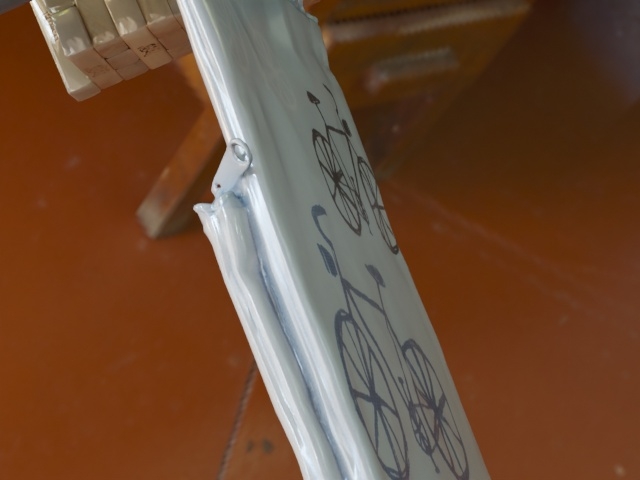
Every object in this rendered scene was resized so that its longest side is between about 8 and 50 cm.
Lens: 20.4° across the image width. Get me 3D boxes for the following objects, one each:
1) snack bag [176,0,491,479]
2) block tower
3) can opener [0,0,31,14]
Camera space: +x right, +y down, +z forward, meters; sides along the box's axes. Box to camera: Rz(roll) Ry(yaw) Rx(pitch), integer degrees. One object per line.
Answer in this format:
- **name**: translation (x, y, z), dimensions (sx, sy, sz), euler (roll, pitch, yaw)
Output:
- **snack bag**: translation (0.000, 0.000, 0.910), dimensions (0.323, 0.037, 0.342), euler (22, 47, -74)
- **block tower**: translation (-0.019, -0.195, 1.069), dimensions (0.335, 0.097, 0.091), euler (-23, 80, 3)
- **can opener**: translation (-0.084, -0.180, 0.937), dimensions (0.283, 0.076, 0.095), euler (-25, 46, -4)
